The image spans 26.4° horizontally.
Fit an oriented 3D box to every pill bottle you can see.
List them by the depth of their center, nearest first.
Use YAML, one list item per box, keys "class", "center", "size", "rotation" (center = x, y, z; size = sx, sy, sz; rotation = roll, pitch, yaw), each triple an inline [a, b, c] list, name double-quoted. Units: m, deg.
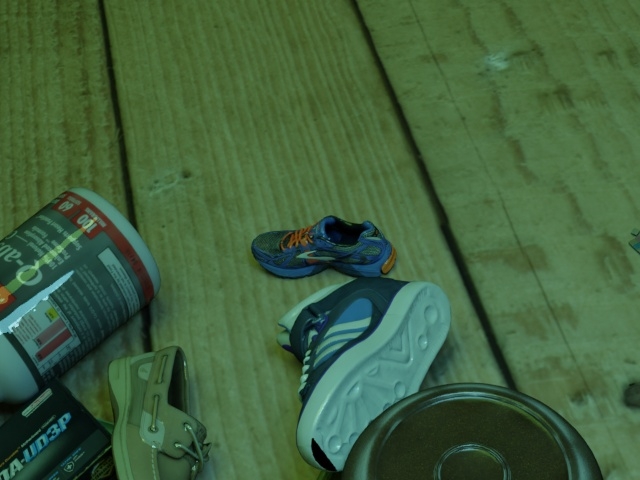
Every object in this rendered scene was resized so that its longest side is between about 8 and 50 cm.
- class: "pill bottle"
  center: [-0.427, 0.105, 1.976]
  size: [0.210, 0.210, 0.363]
  rotation: [28, 59, 38]

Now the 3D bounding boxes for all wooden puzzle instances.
- class: "wooden puzzle"
  center: [0.462, 0.006, 1.894]
  size: [0.049, 0.006, 0.083]
  rotation: [-29, 45, -8]

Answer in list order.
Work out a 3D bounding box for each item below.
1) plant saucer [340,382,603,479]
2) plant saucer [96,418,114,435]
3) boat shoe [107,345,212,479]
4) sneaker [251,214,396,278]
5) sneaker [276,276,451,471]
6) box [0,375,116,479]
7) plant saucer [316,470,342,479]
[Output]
- class: "plant saucer"
  center: [0.175, 0.282, 1.582]
  size: [0.310, 0.050, 0.311]
  rotation: [-3, 48, 3]
- class: "plant saucer"
  center: [-0.249, 0.297, 1.873]
  size: [0.192, 0.018, 0.067]
  rotation: [12, 53, 29]
- class: "boat shoe"
  center: [-0.205, 0.263, 1.788]
  size: [0.110, 0.122, 0.341]
  rotation: [-21, 43, 2]
- class: "sneaker"
  center: [0.000, 0.000, 2.017]
  size: [0.221, 0.087, 0.083]
  rotation: [-2, 46, 19]
- class: "sneaker"
  center: [0.011, 0.173, 1.806]
  size: [0.236, 0.130, 0.323]
  rotation: [-5, 37, 46]
- class: "box"
  center: [-0.392, 0.315, 1.869]
  size: [0.220, 0.051, 0.175]
  rotation: [-42, 47, -12]
- class: "plant saucer"
  center: [0.067, 0.319, 1.712]
  size: [0.188, 0.045, 0.188]
  rotation: [10, 52, 28]
